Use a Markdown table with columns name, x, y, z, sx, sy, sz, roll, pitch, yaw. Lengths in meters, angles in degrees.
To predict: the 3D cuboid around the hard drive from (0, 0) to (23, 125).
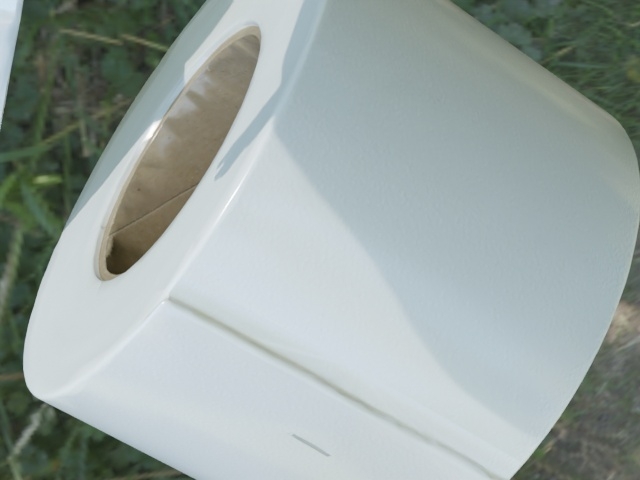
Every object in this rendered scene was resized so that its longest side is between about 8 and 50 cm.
| name | x | y | z | sx | sy | sz | roll | pitch | yaw |
| --- | --- | --- | --- | --- | --- | --- | --- | --- | --- |
| hard drive | -0.300 | -0.066 | 0.627 | 0.040 | 0.307 | 0.203 | -98 | 22 | -45 |

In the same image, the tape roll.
| name | x | y | z | sx | sy | sz | roll | pitch | yaw |
| --- | --- | --- | --- | --- | --- | --- | --- | --- | --- |
| tape roll | 0.000 | 0.000 | 0.641 | 0.169 | 0.246 | 0.246 | 31 | 117 | -21 |
